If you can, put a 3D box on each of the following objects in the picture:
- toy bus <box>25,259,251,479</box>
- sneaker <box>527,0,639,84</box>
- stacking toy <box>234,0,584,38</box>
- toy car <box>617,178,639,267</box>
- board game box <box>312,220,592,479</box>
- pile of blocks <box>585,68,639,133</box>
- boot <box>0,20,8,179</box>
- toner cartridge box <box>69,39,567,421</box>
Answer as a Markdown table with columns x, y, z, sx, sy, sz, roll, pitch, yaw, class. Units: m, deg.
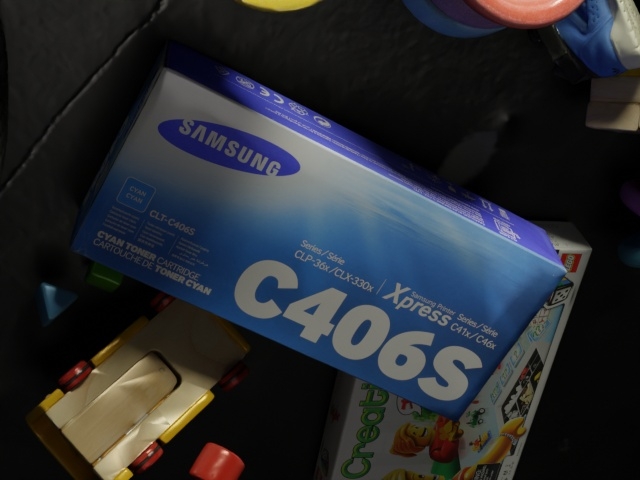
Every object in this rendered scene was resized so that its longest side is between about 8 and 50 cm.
| x | y | z | sx | sy | sz | roll | pitch | yaw | class |
| --- | --- | --- | --- | --- | --- | --- | --- | --- | --- |
| -0.144 | 0.116 | 0.957 | 0.202 | 0.190 | 0.104 | 8 | 161 | -22 | toy bus |
| 0.189 | -0.194 | 0.889 | 0.085 | 0.058 | 0.152 | -15 | 106 | 33 | sneaker |
| 0.044 | -0.279 | 0.791 | 0.309 | 0.130 | 0.279 | 4 | 95 | -23 | stacking toy |
| 0.331 | -0.026 | 1.007 | 0.136 | 0.159 | 0.182 | 31 | 114 | 6 | toy car |
| 0.114 | 0.120 | 1.074 | 0.193 | 0.053 | 0.305 | 1 | 121 | -17 | board game box |
| 0.360 | -0.210 | 0.921 | 0.362 | 0.149 | 0.113 | -35 | 169 | 18 | pile of blocks |
| -0.323 | -0.125 | 0.760 | 0.223 | 0.118 | 0.338 | 2 | 115 | -11 | boot |
| 0.000 | 0.000 | 0.903 | 0.348 | 0.075 | 0.165 | 25 | 111 | -15 | toner cartridge box |
